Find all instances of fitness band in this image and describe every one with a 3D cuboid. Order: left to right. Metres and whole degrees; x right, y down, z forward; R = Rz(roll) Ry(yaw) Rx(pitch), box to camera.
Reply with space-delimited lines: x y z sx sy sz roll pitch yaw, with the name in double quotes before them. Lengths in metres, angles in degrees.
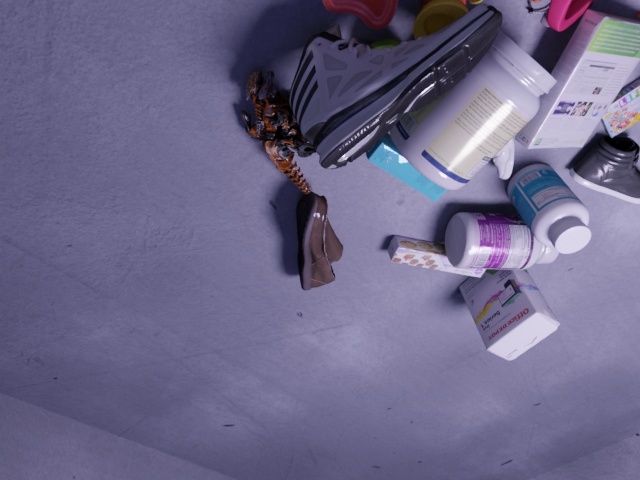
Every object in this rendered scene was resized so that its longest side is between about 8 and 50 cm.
"fitness band" 0.534 -0.539 0.974 0.291 0.054 0.209 -43 160 -27

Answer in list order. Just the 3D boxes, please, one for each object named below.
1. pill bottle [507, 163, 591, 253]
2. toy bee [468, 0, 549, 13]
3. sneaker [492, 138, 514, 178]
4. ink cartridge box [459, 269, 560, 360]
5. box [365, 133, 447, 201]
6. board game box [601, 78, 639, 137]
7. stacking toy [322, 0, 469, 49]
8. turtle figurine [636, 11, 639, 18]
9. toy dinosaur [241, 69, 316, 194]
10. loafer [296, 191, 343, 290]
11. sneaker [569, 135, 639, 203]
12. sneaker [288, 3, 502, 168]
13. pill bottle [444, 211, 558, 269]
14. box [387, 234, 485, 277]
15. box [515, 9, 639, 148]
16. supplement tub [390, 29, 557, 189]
"pill bottle" 0.625 -0.084 1.346 0.146 0.264 0.146 -3 131 -4
"toy bee" 0.408 -0.555 0.988 0.297 0.162 0.195 11 131 -12
"sneaker" 0.464 -0.259 1.315 0.094 0.080 0.212 -5 124 13
"ink cartridge box" 0.590 0.205 1.575 0.117 0.278 0.201 26 122 -26
"box" 0.226 -0.201 1.306 0.244 0.101 0.060 26 122 -26
"board game box" 0.817 -0.355 1.298 0.154 0.026 0.103 -35 125 21
"stacking toy" 0.144 -0.494 1.081 0.308 0.131 0.279 22 150 -20
"turtle figurine" 0.744 -0.589 1.021 0.217 0.087 0.269 41 154 -14
"toy dinosaur" -0.071 -0.264 1.218 0.218 0.165 0.322 -5 150 16
"loafer" 0.000 0.000 1.441 0.129 0.134 0.366 -6 140 -8
"sneaker" 0.868 -0.200 1.382 0.295 0.105 0.147 12 132 -11
"sneaker" 0.118 -0.374 0.997 0.447 0.258 0.169 -35 169 13
"pill bottle" 0.542 0.003 1.473 0.301 0.169 0.169 2 130 -9
"box" 0.371 0.051 1.560 0.323 0.067 0.063 11 128 -15
"box" 0.637 -0.373 1.194 0.232 0.059 0.322 -7 135 -31
"supplement tub" 0.346 -0.304 1.148 0.235 0.236 0.325 27 122 -26
